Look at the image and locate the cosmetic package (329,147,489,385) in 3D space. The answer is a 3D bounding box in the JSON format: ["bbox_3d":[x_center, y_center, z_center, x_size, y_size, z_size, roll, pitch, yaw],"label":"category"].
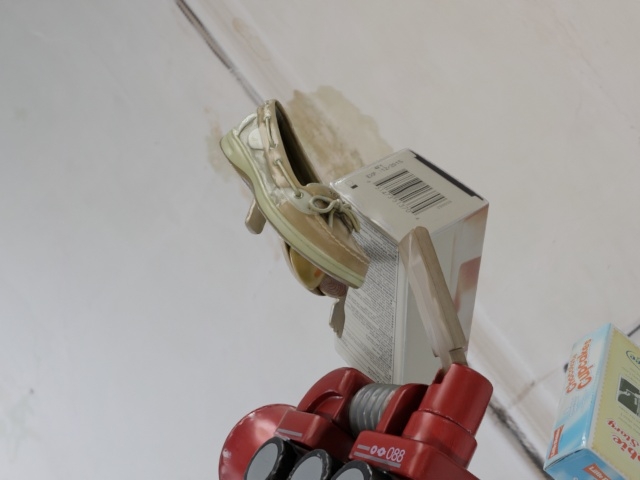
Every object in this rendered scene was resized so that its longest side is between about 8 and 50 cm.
[{"bbox_3d":[0.104,0.056,0.927,0.153,0.129,0.296,42,-33,37],"label":"cosmetic package"}]

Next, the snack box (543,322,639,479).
[{"bbox_3d":[0.373,0.248,0.722,0.322,0.187,0.060,40,-50,-1],"label":"snack box"}]

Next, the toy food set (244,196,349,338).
[{"bbox_3d":[0.000,0.000,0.768,0.039,0.132,0.192,-12,-46,28],"label":"toy food set"}]

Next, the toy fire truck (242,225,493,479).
[{"bbox_3d":[0.055,0.135,0.631,0.158,0.246,0.217,39,-23,-19],"label":"toy fire truck"}]

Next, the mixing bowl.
[{"bbox_3d":[-0.051,0.341,1.094,0.098,0.181,0.181,-6,-83,65],"label":"mixing bowl"}]

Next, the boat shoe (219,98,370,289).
[{"bbox_3d":[-0.011,-0.033,0.457,0.048,0.056,0.153,-45,-131,10],"label":"boat shoe"}]
